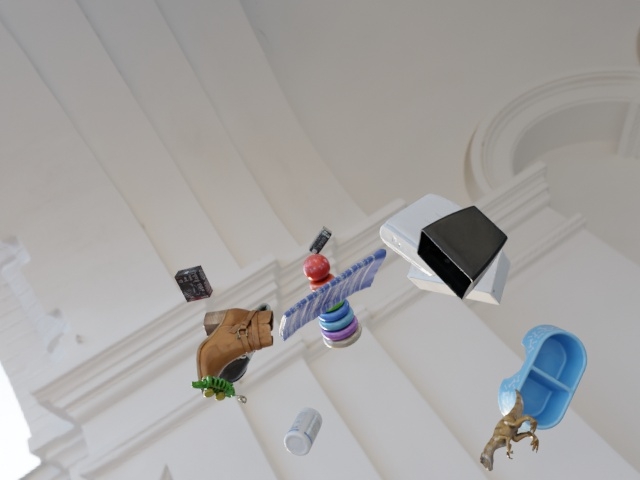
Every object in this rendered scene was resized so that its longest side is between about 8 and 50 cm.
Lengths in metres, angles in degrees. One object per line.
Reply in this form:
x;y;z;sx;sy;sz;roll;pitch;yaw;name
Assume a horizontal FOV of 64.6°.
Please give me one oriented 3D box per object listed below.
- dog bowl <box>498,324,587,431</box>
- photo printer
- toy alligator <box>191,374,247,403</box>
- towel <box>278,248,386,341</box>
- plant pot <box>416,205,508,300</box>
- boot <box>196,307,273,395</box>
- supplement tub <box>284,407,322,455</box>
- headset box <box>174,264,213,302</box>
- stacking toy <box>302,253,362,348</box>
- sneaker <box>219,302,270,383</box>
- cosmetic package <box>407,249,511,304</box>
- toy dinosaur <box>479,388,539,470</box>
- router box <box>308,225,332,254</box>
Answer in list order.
0.594;0.363;1.337;0.297;0.165;0.074;-58;-2;-12;dog bowl
0.400;-0.036;1.765;0.307;0.256;0.107;-31;-35;-32;photo printer
-0.270;0.413;1.416;0.189;0.056;0.051;29;-65;-34;toy alligator
0.033;0.156;1.405;0.335;0.040;0.243;-32;-17;-20;towel
0.387;0.019;1.362;0.167;0.188;0.187;-39;-21;-9;plant pot
-0.250;0.330;1.527;0.219;0.284;0.109;-3;-45;3;boot
-0.042;0.482;1.278;0.071;0.070;0.107;-65;-9;24;supplement tub
-0.297;0.106;1.196;0.062;0.032;0.083;-14;-64;13;headset box
0.030;0.192;1.671;0.141;0.141;0.331;-27;-64;-16;stacking toy
-0.263;0.333;1.729;0.331;0.122;0.146;-62;-4;-53;sneaker
0.574;0.124;2.105;0.155;0.365;0.197;40;-112;-49;cosmetic package
0.399;0.378;1.049;0.211;0.112;0.064;-43;-66;-29;toy dinosaur
0.000;0.000;1.779;0.038;0.122;0.092;34;-84;-3;router box
